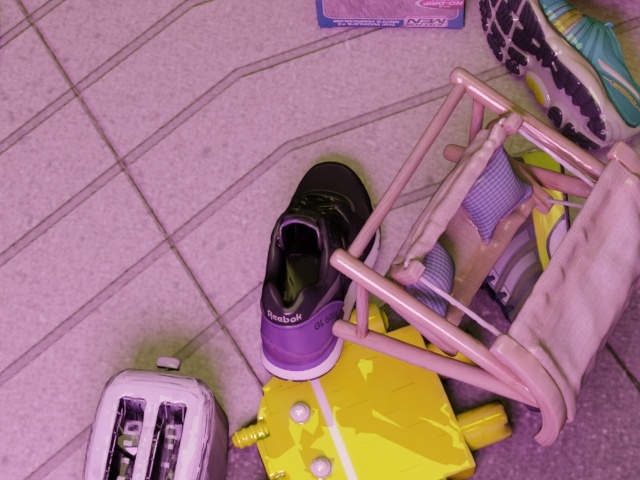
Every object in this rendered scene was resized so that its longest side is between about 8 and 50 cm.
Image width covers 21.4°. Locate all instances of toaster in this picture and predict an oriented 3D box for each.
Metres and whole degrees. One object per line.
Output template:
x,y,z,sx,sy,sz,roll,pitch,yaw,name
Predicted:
-0.166,0.232,1.661,0.129,0.146,0.227,8,67,6,toaster

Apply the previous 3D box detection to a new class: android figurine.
0.048,0.188,1.724,0.272,0.056,0.248,-17,66,-7,android figurine

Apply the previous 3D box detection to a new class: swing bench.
0.179,0.015,1.619,0.254,0.165,0.253,26,65,15,swing bench

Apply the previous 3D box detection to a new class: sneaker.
0.000,0.000,1.738,0.107,0.124,0.283,2,46,9,sneaker
0.270,-0.219,1.889,0.110,0.107,0.275,-22,71,-29,sneaker
0.206,0.042,1.767,0.121,0.111,0.300,-6,60,10,sneaker

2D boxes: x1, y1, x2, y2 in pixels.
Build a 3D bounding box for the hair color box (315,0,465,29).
0.084,-0.420,1.965,0.173,0.105,0.347,0,67,3,hair color box
